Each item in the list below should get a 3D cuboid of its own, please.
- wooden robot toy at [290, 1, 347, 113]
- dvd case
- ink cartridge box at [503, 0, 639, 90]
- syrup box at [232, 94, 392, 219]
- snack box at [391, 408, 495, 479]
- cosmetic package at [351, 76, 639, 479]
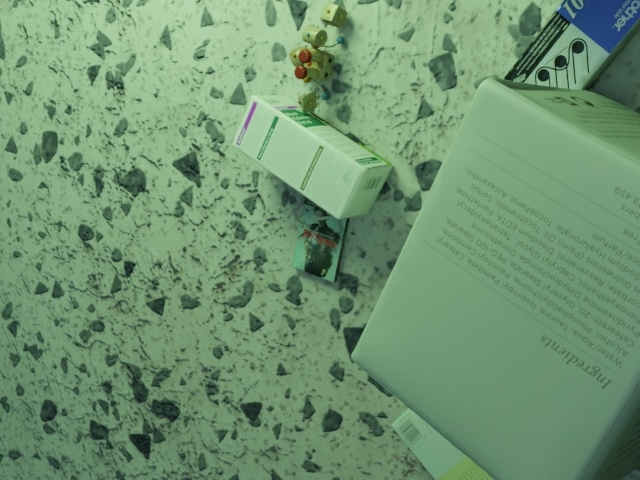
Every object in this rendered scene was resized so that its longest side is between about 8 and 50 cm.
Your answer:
[{"bbox_3d":[-0.022,-0.293,1.454,0.079,0.076,0.173,29,112,37],"label":"wooden robot toy"},{"bbox_3d":[0.000,0.000,1.513,0.087,0.013,0.120,20,106,28],"label":"dvd case"},{"bbox_3d":[0.349,-0.269,1.235,0.097,0.046,0.207,45,117,17],"label":"ink cartridge box"},{"bbox_3d":[-0.016,-0.136,1.455,0.237,0.093,0.096,37,115,23],"label":"syrup box"},{"bbox_3d":[0.274,0.337,1.362,0.322,0.060,0.187,50,119,16],"label":"snack box"},{"bbox_3d":[0.312,0.055,1.119,0.327,0.329,0.394,37,115,30],"label":"cosmetic package"}]
